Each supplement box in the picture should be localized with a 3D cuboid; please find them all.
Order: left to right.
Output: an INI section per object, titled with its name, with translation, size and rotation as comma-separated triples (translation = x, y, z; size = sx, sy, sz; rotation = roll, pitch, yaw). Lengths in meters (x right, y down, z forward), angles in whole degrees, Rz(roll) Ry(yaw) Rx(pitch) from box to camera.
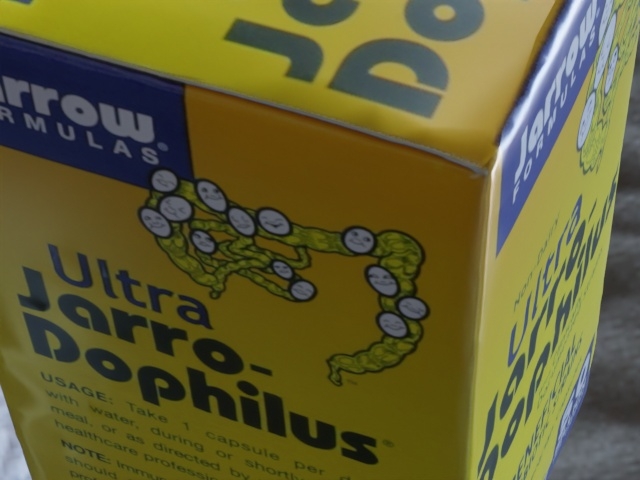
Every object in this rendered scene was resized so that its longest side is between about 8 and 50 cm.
[supplement box]
translation = 0.000, 0.000, 0.630
size = 0.357, 0.195, 0.194
rotation = 86, 26, -51
